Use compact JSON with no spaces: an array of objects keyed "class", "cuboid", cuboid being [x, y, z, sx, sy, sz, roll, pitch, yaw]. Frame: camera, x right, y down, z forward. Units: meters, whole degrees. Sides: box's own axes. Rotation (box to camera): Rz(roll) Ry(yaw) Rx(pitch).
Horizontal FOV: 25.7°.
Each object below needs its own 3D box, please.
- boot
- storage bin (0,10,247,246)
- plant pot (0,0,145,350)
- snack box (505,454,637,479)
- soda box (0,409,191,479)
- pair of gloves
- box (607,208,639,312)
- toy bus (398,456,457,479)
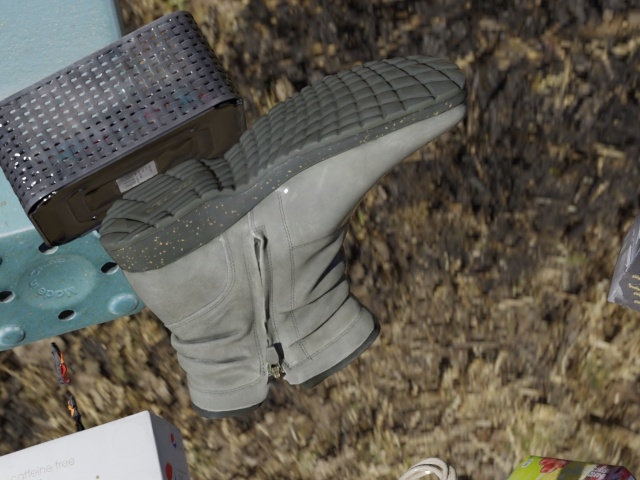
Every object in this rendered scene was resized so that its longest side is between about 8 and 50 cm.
[{"class":"boot","cuboid":[0.000,0.000,0.869,0.246,0.161,0.083,-28,30,4]},{"class":"storage bin","cuboid":[-0.154,-0.082,1.068,0.180,0.122,0.084,-30,77,-8]},{"class":"plant pot","cuboid":[-0.262,-0.049,1.257,0.248,0.247,0.252,-15,51,-11]},{"class":"snack box","cuboid":[0.180,0.288,1.247,0.207,0.174,0.070,-44,100,-19]},{"class":"soda box","cuboid":[-0.202,0.191,0.995,0.216,0.069,0.074,-18,67,8]},{"class":"pair of gloves","cuboid":[-0.216,0.129,1.193,0.010,0.074,0.083,-16,104,-12]},{"class":"box","cuboid":[0.399,0.015,1.043,0.307,0.242,0.076,20,59,5]},{"class":"toy bus","cuboid":[0.075,0.259,0.795,0.202,0.104,0.191,-46,42,-15]}]
